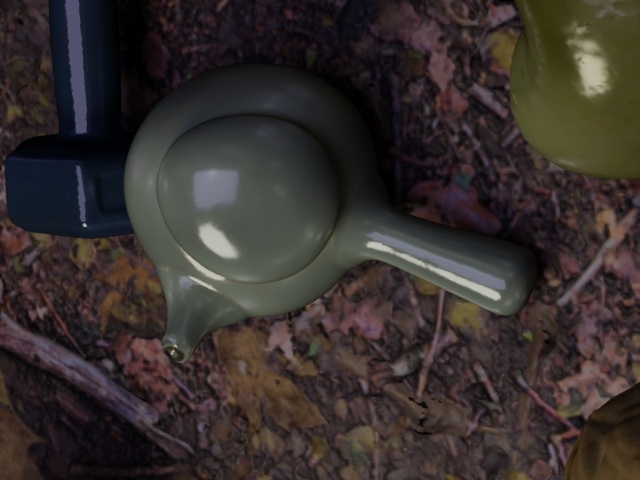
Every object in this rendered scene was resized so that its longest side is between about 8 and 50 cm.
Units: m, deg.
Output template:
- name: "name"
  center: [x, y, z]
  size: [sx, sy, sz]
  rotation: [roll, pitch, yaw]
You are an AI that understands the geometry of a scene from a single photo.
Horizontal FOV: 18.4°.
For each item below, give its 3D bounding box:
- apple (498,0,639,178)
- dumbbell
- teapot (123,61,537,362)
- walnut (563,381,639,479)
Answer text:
- name: "apple"
  center: [0.224, -0.204, 1.300]
  size: [0.233, 0.258, 0.295]
  rotation: [110, 138, -71]
- name: "dumbbell"
  center: [-0.198, -0.167, 1.664]
  size: [0.160, 0.144, 0.325]
  rotation: [4, 101, 29]
- name: "teapot"
  center: [0.001, -0.037, 1.568]
  size: [0.318, 0.149, 0.220]
  rotation: [-9, 102, 5]
- name: "walnut"
  center: [0.312, 0.211, 1.342]
  size: [0.313, 0.277, 0.252]
  rotation: [31, 103, 11]
